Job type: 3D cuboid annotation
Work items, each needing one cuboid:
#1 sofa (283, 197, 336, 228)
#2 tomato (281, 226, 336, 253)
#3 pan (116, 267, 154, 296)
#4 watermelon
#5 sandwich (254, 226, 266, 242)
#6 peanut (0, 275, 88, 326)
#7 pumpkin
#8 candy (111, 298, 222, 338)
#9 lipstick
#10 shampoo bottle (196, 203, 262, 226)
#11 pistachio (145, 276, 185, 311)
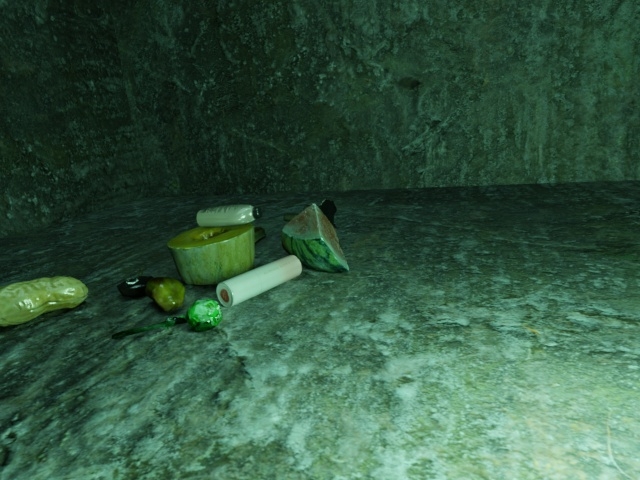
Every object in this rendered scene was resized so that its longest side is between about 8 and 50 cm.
[{"bbox_3d":[-0.053,-0.122,2.268,0.200,0.182,0.258,2,17,28],"label":"sofa"},{"bbox_3d":[-0.042,0.012,1.885,0.237,0.095,0.237,-13,-5,-1],"label":"tomato"},{"bbox_3d":[-0.662,0.160,1.669,0.128,0.048,0.202,-1,17,11],"label":"pan"},{"bbox_3d":[0.000,0.000,1.661,0.262,0.213,0.201,17,68,41],"label":"watermelon"},{"bbox_3d":[-0.415,-0.015,2.222,0.212,0.063,0.245,-2,14,17],"label":"sandwich"},{"bbox_3d":[-0.939,0.195,1.492,0.147,0.147,0.305,7,14,38],"label":"peanut"},{"bbox_3d":[-0.399,0.058,1.730,0.332,0.199,0.332,-12,15,3],"label":"pumpkin"},{"bbox_3d":[-0.441,0.237,1.282,0.323,0.097,0.097,-13,15,0],"label":"candy"},{"bbox_3d":[-0.201,0.133,1.541,0.087,0.087,0.327,7,19,39],"label":"lipstick"},{"bbox_3d":[-0.350,-0.098,1.746,0.257,0.078,0.127,-5,22,17],"label":"shampoo bottle"},{"bbox_3d":[-0.510,0.169,1.484,0.110,0.100,0.189,-16,17,-33],"label":"pistachio"}]
